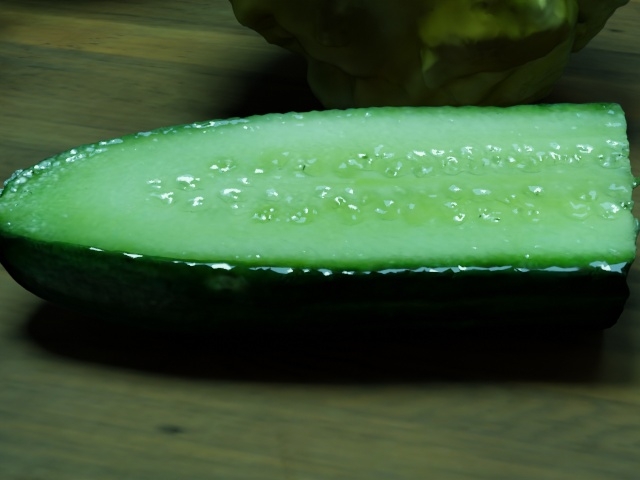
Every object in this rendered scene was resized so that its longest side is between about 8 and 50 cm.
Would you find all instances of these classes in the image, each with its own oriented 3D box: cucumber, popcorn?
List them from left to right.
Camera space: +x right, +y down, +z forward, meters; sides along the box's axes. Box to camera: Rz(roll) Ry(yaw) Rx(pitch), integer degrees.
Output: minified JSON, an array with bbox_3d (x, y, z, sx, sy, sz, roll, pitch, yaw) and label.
[{"bbox_3d":[0.000,0.000,0.568,0.243,0.063,0.115,1,35,-2],"label":"cucumber"},{"bbox_3d":[0.032,-0.165,0.742,0.225,0.249,0.249,-25,4,41],"label":"popcorn"}]

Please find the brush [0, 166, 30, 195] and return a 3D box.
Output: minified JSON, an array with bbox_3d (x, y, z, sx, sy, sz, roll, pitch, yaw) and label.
[{"bbox_3d":[-0.041,-0.005,0.626,0.196,0.021,0.070,6,28,8],"label":"brush"}]
